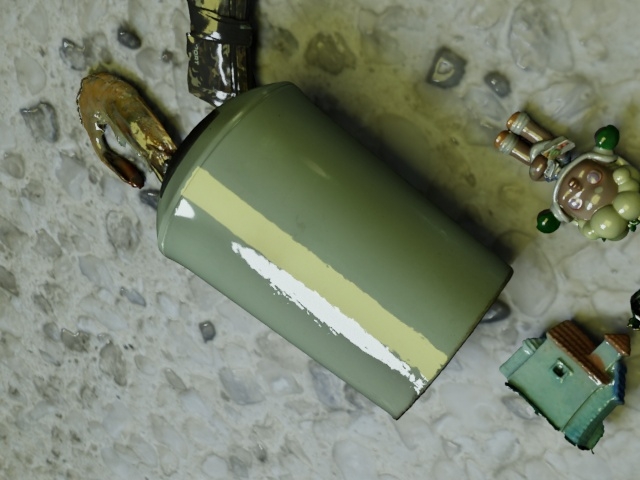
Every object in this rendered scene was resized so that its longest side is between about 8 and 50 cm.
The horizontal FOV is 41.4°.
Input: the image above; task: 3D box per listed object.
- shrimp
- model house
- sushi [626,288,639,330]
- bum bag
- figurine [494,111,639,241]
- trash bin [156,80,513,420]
[{"bbox_3d":[-0.304,-0.151,1.333,0.253,0.058,0.173,54,134,4],"label":"shrimp"},{"bbox_3d":[0.330,0.166,1.071,0.149,0.119,0.148,-49,57,12],"label":"model house"},{"bbox_3d":[0.403,0.070,0.987,0.056,0.084,0.083,37,123,11],"label":"sushi"},{"bbox_3d":[-0.139,-0.292,1.162,0.102,0.069,0.248,-3,111,-7],"label":"bum bag"},{"bbox_3d":[0.291,-0.076,0.986,0.197,0.093,0.147,36,113,14],"label":"figurine"},{"bbox_3d":[0.000,0.000,1.083,0.432,0.280,0.280,38,124,8],"label":"trash bin"}]
